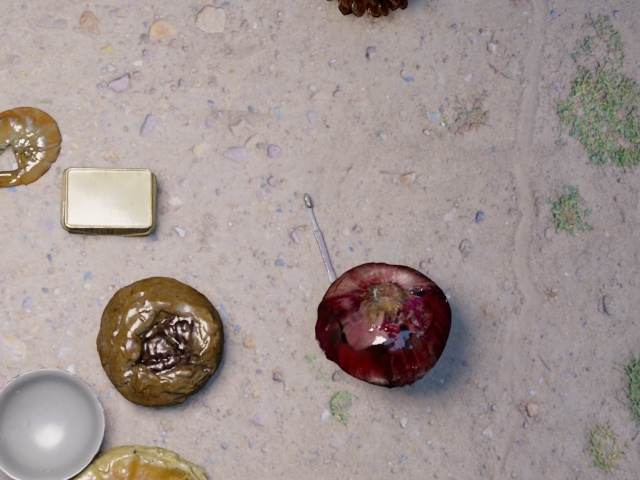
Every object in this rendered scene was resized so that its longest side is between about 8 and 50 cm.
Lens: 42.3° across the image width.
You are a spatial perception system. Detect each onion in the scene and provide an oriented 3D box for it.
[{"bbox_3d":[0.116,0.163,1.500,0.252,0.219,0.252,-2,41,2],"label":"onion"}]

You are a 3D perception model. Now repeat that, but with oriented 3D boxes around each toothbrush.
[{"bbox_3d":[0.000,0.000,1.592,0.014,0.017,0.194,-17,87,-10],"label":"toothbrush"}]

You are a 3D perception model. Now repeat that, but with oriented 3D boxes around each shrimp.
[{"bbox_3d":[-0.573,-0.150,1.470,0.236,0.053,0.133,-30,108,-21],"label":"shrimp"}]

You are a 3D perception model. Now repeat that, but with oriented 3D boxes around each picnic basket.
[{"bbox_3d":[-0.377,-0.068,1.479,0.164,0.079,0.115,2,81,-13],"label":"picnic basket"}]

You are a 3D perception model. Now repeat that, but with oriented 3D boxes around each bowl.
[{"bbox_3d":[-0.458,0.308,1.387,0.189,0.086,0.189,3,79,-15],"label":"bowl"}]

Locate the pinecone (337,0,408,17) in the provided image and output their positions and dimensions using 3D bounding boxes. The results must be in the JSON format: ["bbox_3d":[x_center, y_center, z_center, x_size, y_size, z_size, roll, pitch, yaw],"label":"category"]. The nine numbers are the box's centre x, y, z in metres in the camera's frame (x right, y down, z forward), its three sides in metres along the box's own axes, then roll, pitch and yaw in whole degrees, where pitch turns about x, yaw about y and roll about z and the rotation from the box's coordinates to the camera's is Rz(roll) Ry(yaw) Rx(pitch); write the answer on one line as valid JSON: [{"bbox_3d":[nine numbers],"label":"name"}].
[{"bbox_3d":[0.105,-0.528,1.594,0.221,0.221,0.221,3,79,-13],"label":"pinecone"}]

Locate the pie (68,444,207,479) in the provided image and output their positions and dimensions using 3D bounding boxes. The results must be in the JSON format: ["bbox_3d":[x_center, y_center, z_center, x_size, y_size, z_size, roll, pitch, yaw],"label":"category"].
[{"bbox_3d":[-0.317,0.510,1.387,0.340,0.083,0.339,2,80,-11],"label":"pie"}]

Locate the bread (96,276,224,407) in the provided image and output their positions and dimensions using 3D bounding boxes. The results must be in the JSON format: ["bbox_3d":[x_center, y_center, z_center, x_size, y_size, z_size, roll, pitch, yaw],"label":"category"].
[{"bbox_3d":[-0.274,0.173,1.440,0.230,0.123,0.230,3,77,-14],"label":"bread"}]
